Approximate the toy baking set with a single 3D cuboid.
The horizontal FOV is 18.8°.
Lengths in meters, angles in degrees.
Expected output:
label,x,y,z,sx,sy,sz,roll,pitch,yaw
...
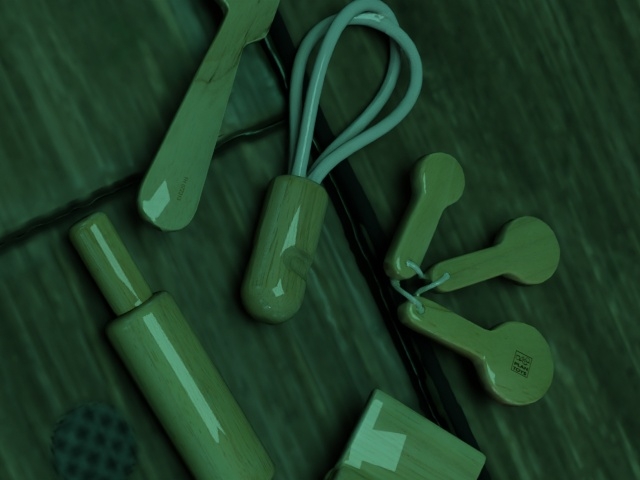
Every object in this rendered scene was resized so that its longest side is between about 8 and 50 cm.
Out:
label,x,y,z,sx,sy,sz,roll,pitch,yaw
toy baking set,-0.004,0.005,0.776,0.197,0.030,0.256,-40,101,-31
